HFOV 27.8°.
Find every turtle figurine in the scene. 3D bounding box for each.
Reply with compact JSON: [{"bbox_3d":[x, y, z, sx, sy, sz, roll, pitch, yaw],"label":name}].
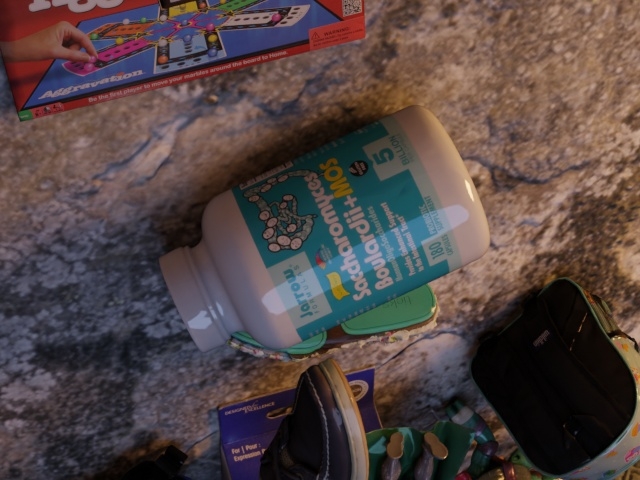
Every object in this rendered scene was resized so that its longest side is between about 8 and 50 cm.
[{"bbox_3d":[0.190,0.269,1.480,0.234,0.118,0.175,-10,134,-24],"label":"turtle figurine"}]

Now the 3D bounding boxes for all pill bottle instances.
[{"bbox_3d":[0.000,0.000,1.106,0.264,0.146,0.146,-26,137,-1],"label":"pill bottle"}]

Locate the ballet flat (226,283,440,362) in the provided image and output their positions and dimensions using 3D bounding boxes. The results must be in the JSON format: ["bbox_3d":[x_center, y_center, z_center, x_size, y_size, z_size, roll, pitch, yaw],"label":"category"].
[{"bbox_3d":[-0.003,0.076,1.230,0.241,0.091,0.077,0,160,-20],"label":"ballet flat"}]

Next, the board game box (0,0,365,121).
[{"bbox_3d":[-0.103,-0.184,0.970,0.281,0.027,0.145,-16,134,-11],"label":"board game box"}]

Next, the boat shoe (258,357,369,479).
[{"bbox_3d":[-0.014,0.228,1.266,0.092,0.103,0.285,-12,140,-15],"label":"boat shoe"}]

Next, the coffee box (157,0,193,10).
[{"bbox_3d":[-0.009,-0.261,0.842,0.246,0.141,0.098,-15,144,-3],"label":"coffee box"}]

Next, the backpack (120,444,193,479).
[{"bbox_3d":[-0.225,0.383,1.304,0.263,0.276,0.213,-10,147,-12],"label":"backpack"}]

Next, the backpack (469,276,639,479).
[{"bbox_3d":[0.270,0.160,1.353,0.166,0.188,0.144,-43,134,16],"label":"backpack"}]

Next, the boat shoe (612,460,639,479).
[{"bbox_3d":[0.487,0.284,1.566,0.500,0.187,0.156,-27,143,8],"label":"boat shoe"}]

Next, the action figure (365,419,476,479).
[{"bbox_3d":[0.085,0.296,1.395,0.137,0.063,0.232,2,128,-6],"label":"action figure"}]

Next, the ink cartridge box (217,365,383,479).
[{"bbox_3d":[-0.015,0.301,1.448,0.176,0.069,0.371,-13,133,-13],"label":"ink cartridge box"}]
